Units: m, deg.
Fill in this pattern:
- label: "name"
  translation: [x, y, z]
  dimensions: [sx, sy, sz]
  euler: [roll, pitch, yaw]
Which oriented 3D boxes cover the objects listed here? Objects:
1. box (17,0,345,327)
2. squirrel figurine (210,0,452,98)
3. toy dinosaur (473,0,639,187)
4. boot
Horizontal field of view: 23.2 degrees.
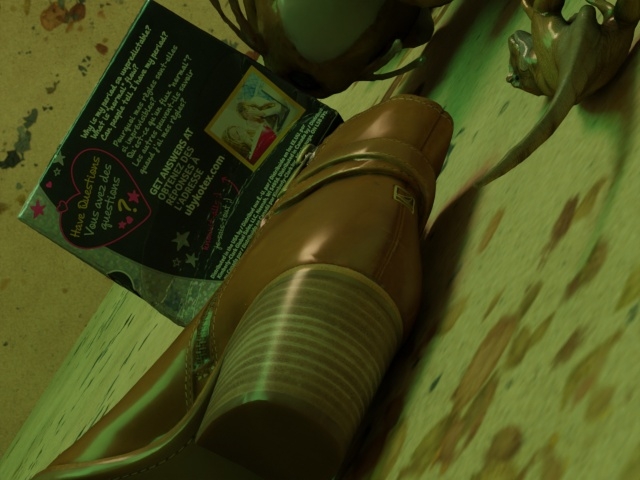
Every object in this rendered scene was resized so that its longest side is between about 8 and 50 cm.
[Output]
- label: "box"
  translation: [-0.077, -0.038, 1.038]
  dimensions: [0.163, 0.142, 0.247]
  euler: [-59, -7, 1]
- label: "squirrel figurine"
  translation: [0.047, -0.301, 1.096]
  dimensions: [0.370, 0.281, 0.397]
  euler: [108, 170, -49]
- label: "toy dinosaur"
  translation: [0.113, -0.083, 0.670]
  dimensions: [0.211, 0.064, 0.112]
  euler: [-55, -19, -77]
- label: "boot"
  translation: [-0.042, 0.053, 0.819]
  dimensions: [0.283, 0.109, 0.220]
  euler: [-45, 16, 47]
